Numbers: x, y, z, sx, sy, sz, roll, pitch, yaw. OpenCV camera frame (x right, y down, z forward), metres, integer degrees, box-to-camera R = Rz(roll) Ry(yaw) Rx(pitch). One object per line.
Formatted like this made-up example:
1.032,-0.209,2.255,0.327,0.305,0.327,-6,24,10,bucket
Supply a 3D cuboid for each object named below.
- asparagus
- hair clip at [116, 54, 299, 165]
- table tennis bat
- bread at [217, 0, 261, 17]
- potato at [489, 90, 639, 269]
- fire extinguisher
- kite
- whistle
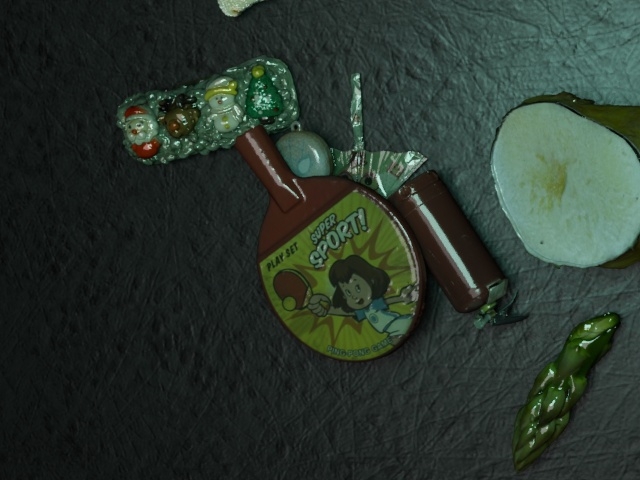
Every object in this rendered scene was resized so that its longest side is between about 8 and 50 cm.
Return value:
0.356,0.227,1.879,0.080,0.080,0.287,28,104,16,asparagus
-0.199,-0.206,2.042,0.321,0.091,0.138,-14,92,22,hair clip
0.000,0.000,1.939,0.268,0.051,0.415,-37,82,24,table tennis bat
-0.129,-0.435,2.026,0.129,0.044,0.126,-27,92,17,bread
0.407,-0.088,1.787,0.299,0.196,0.246,33,121,44,potato
0.214,0.024,1.909,0.105,0.105,0.269,-36,81,19,fire extinguisher
0.062,-0.143,1.991,0.229,0.012,0.250,2,94,21,kite
-0.021,-0.084,1.998,0.107,0.057,0.220,-1,103,36,whistle
